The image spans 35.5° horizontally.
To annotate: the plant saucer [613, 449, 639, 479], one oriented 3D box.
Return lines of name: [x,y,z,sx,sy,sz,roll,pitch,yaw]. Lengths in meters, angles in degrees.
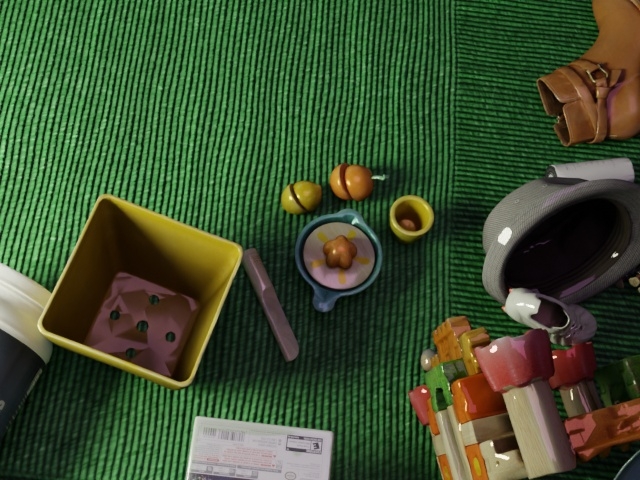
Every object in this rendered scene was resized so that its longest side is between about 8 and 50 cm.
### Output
plant saucer: [0.541,0.383,1.370,0.317,0.044,0.318,1,106,4]

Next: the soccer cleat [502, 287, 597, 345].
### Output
soccer cleat: [0.355,0.120,1.488,0.196,0.076,0.068,21,88,-34]

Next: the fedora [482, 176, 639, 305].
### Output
fedora: [0.358,-0.014,1.525,0.275,0.244,0.124,-31,42,4]

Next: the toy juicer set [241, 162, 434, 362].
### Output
toy juicer set: [0.000,0.000,1.528,0.329,0.089,0.209,-42,77,-20]

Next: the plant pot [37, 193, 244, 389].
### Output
plant pot: [-0.249,0.096,1.402,0.212,0.187,0.212,21,66,-2]

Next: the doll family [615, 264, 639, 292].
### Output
doll family: [0.554,0.067,1.576,0.111,0.076,0.193,-37,81,-23]

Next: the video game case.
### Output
video game case: [-0.084,0.329,1.321,0.190,0.022,0.173,7,66,-1]

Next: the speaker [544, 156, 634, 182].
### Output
speaker: [0.443,-0.104,1.641,0.136,0.055,0.055,-7,68,-10]

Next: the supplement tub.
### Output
supplement tub: [-0.484,0.174,1.344,0.191,0.191,0.272,24,67,4]

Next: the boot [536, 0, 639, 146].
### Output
boot: [0.466,-0.297,1.712,0.220,0.109,0.284,-17,77,-9]

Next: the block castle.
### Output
block castle: [0.297,0.182,1.295,0.302,0.453,0.213,-13,76,-11]
